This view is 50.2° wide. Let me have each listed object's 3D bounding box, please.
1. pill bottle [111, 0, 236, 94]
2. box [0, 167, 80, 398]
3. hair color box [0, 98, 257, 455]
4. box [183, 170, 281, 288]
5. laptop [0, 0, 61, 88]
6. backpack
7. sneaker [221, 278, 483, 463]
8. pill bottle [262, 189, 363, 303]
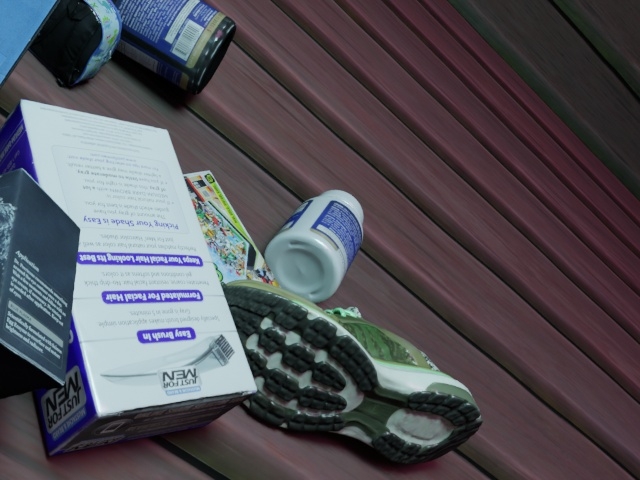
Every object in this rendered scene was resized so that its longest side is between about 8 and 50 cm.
[{"bbox_3d":[-0.241,-0.312,0.965,0.219,0.123,0.123,30,38,-9],"label":"pill bottle"},{"bbox_3d":[-0.291,0.045,0.547,0.093,0.155,0.158,65,13,-53],"label":"box"},{"bbox_3d":[-0.213,0.031,0.714,0.185,0.110,0.339,5,54,-48],"label":"hair color box"},{"bbox_3d":[-0.139,0.010,0.882,0.114,0.036,0.207,-20,75,-54],"label":"box"},{"bbox_3d":[-0.443,-0.233,0.501,0.381,0.236,0.408,35,37,0],"label":"laptop"},{"bbox_3d":[-0.309,-0.272,0.872,0.105,0.114,0.084,46,35,-7],"label":"backpack"},{"bbox_3d":[0.020,0.149,0.884,0.410,0.158,0.182,33,18,-29],"label":"sneaker"},{"bbox_3d":[0.000,0.000,0.982,0.112,0.112,0.187,47,32,-7],"label":"pill bottle"}]
